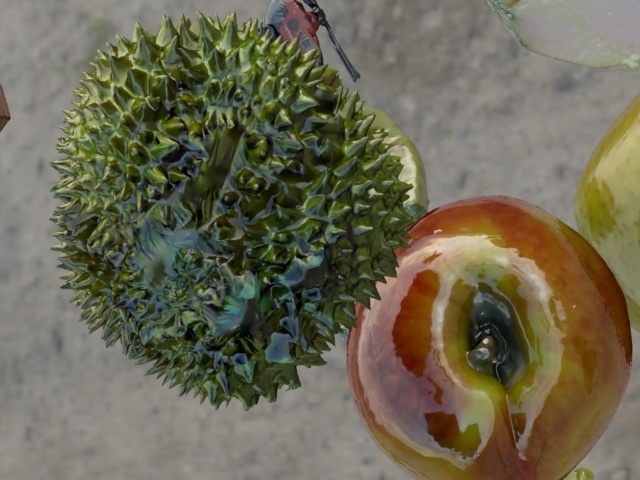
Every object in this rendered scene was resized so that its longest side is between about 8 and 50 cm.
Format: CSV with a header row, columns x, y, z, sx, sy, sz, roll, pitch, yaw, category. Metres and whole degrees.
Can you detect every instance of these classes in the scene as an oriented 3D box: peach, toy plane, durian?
x,y,z,sx,sy,sz,roll,pitch,yaw,category
0.140,0.095,1.606,0.281,0.238,0.281,-7,-90,-88,peach
-0.026,-0.179,1.516,0.145,0.060,0.037,62,173,-2,toy plane
-0.063,-0.021,1.393,0.224,0.291,0.291,120,157,-88,durian

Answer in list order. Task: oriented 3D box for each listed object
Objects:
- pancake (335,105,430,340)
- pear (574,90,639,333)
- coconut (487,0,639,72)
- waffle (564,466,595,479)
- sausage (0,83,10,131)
x,y,z,sx,sy,sz,roll,pitch,yaw,category
0.001,-0.005,1.983,0.427,0.067,0.305,-25,46,56,pancake
0.456,-0.041,1.833,0.418,0.362,0.362,-11,71,11,pear
0.120,-0.146,0.656,0.147,0.147,0.153,-29,43,45,coconut
0.213,0.374,1.904,0.312,0.060,0.307,-46,58,28,waffle
-0.264,-0.092,1.283,0.065,0.169,0.065,0,90,12,sausage
